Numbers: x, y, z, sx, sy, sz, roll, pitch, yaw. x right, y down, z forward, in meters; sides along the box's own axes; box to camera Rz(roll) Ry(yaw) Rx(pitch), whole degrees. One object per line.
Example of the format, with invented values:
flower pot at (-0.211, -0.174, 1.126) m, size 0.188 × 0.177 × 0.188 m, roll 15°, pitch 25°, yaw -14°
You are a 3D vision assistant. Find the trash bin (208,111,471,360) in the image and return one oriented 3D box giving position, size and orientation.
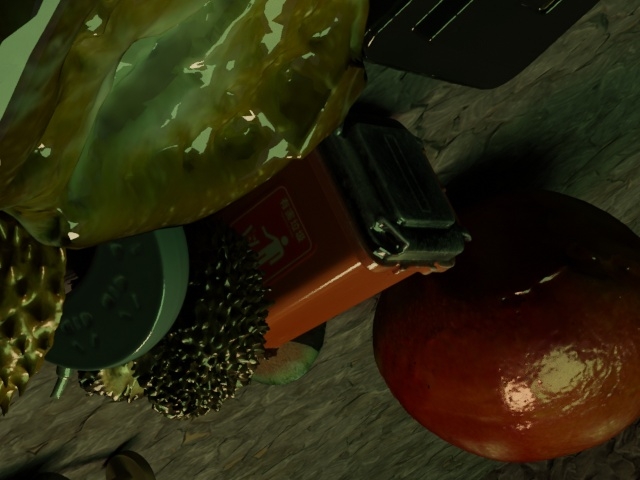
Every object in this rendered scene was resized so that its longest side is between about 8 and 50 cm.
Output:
trash bin at (0.000, 0.000, 1.463) m, size 0.239 × 0.161 × 0.184 m, roll -35°, pitch 161°, yaw 30°

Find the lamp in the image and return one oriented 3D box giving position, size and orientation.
lamp at (-0.281, 0.314, 1.805) m, size 0.215 × 0.121 × 0.121 m, roll -22°, pitch 159°, yaw -50°

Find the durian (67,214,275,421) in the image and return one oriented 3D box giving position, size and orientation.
durian at (-0.130, 0.057, 1.374) m, size 0.196 × 0.196 × 0.167 m, roll -33°, pitch 158°, yaw 2°

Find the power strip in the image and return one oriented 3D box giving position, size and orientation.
power strip at (-0.181, 0.039, 1.266) m, size 0.216 × 0.137 × 0.044 m, roll -55°, pitch 169°, yaw 27°

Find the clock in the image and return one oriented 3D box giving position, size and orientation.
clock at (0.185, -0.230, 1.339) m, size 0.279 × 0.049 × 0.273 m, roll -43°, pitch 157°, yaw 25°

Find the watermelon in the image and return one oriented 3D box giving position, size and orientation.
watermelon at (-0.044, 0.115, 1.808) m, size 0.101 × 0.080 × 0.155 m, roll -62°, pitch -179°, yaw -42°

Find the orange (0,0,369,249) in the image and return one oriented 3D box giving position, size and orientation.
orange at (-0.124, -0.142, 0.842) m, size 0.271 × 0.210 × 0.369 m, roll -56°, pitch 161°, yaw -3°

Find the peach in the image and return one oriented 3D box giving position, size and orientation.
peach at (0.230, 0.093, 1.806) m, size 0.290 × 0.373 × 0.372 m, roll -60°, pitch 172°, yaw -26°

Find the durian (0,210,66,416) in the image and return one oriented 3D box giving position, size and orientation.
durian at (-0.301, 0.057, 1.209) m, size 0.186 × 0.154 × 0.260 m, roll 3°, pitch 139°, yaw -18°
